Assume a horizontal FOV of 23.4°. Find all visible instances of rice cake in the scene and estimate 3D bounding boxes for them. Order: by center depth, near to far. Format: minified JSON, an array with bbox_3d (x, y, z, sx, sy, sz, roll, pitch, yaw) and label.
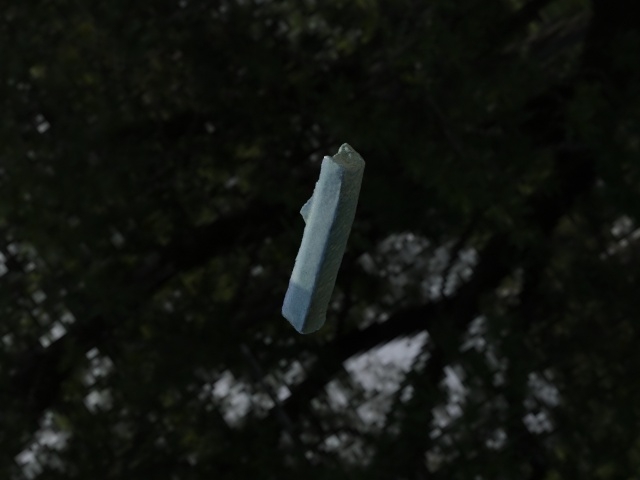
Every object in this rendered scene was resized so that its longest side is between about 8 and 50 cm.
[{"bbox_3d":[0.000,0.000,1.272,0.030,0.180,0.042,-19,-132,-37],"label":"rice cake"}]
